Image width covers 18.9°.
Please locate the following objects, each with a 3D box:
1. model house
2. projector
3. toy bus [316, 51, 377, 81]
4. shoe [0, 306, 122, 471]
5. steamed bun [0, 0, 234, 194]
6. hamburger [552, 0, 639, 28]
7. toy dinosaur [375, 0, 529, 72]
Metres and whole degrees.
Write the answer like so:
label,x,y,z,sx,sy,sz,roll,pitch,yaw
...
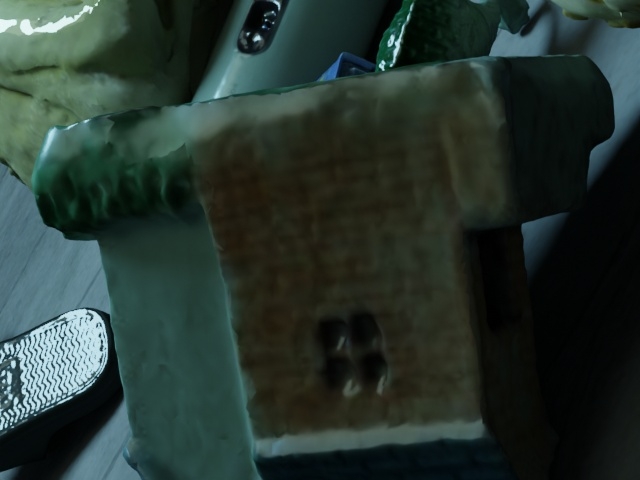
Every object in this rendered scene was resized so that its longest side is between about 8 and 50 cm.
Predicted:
label,x,y,z,sx,sy,sz,roll,pitch,yaw
model house,0.020,0.079,0.998,0.267,0.194,0.325,-7,91,26
projector,-0.034,-0.099,1.366,0.108,0.108,0.337,-11,55,62
toy bus,0.002,0.002,1.221,0.094,0.079,0.236,129,161,-67
shoe,-0.243,0.139,1.589,0.241,0.093,0.108,-24,56,24
steamed bun,-0.170,-0.190,1.514,0.372,0.230,0.325,-68,2,-51
hamburger,0.160,-0.283,0.963,0.330,0.250,0.330,-39,32,30
toy dinosaur,0.085,-0.148,1.171,0.129,0.076,0.383,37,-117,-70
